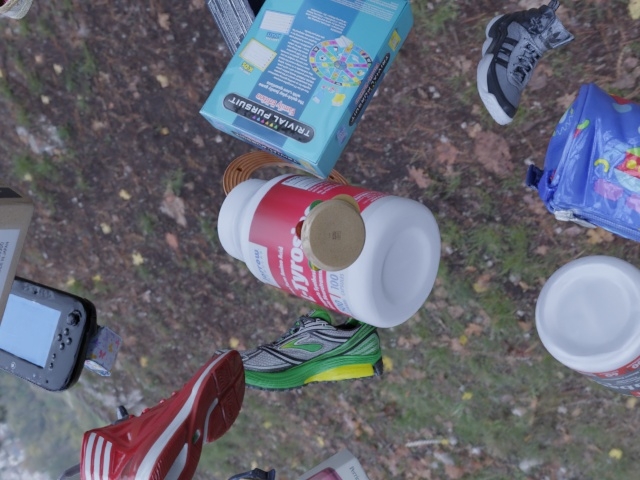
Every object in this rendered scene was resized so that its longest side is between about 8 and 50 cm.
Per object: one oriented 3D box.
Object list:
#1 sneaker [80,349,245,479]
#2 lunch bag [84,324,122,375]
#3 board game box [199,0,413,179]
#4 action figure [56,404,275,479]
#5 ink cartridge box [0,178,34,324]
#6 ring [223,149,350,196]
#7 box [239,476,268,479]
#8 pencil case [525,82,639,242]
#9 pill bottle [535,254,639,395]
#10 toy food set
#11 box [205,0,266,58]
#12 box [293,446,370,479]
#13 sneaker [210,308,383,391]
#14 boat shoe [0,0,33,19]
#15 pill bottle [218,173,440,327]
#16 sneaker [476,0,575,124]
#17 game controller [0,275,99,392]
[{"bbox_3d":[-0.175,0.187,0.748,0.128,0.221,0.086,1,113,20],"label":"sneaker"},{"bbox_3d":[-0.394,0.198,1.250,0.053,0.071,0.083,3,152,22],"label":"lunch bag"},{"bbox_3d":[-0.023,-0.314,1.265,0.254,0.335,0.079,27,174,20],"label":"board game box"},{"bbox_3d":[-0.194,0.381,1.052,0.330,0.178,0.341,41,112,-8],"label":"action figure"},{"bbox_3d":[-0.389,0.053,0.627,0.088,0.193,0.234,29,107,25],"label":"ink cartridge box"},{"bbox_3d":[-0.073,-0.113,1.712,0.337,0.337,0.032,40,134,26],"label":"ring"},{"bbox_3d":[0.006,0.277,0.474,0.165,0.021,0.201,6,76,13],"label":"box"},{"bbox_3d":[0.348,-0.034,0.637,0.306,0.133,0.119,24,175,11],"label":"pencil case"},{"bbox_3d":[0.573,0.178,1.314,0.210,0.363,0.210,-20,58,35],"label":"pill bottle"},{"bbox_3d":[0.013,-0.007,0.768,0.020,0.083,0.083,11,116,62],"label":"toy food set"},{"bbox_3d":[-0.115,-0.517,1.670,0.296,0.183,0.294,65,163,-10],"label":"box"},{"bbox_3d":[-0.001,0.521,1.313,0.148,0.232,0.127,59,171,5],"label":"box"},{"bbox_3d":[-0.047,0.211,1.377,0.134,0.344,0.146,178,87,-71],"label":"sneaker"},{"bbox_3d":[-0.520,-0.467,1.215,0.063,0.059,0.170,35,107,12],"label":"boat shoe"},{"bbox_3d":[0.000,0.000,1.311,0.408,0.229,0.228,17,124,41],"label":"pill bottle"},{"bbox_3d":[0.385,-0.346,1.304,0.153,0.268,0.101,-19,137,43],"label":"sneaker"},{"bbox_3d":[-0.519,0.160,1.251,0.319,0.166,0.067,10,164,37],"label":"game controller"}]
